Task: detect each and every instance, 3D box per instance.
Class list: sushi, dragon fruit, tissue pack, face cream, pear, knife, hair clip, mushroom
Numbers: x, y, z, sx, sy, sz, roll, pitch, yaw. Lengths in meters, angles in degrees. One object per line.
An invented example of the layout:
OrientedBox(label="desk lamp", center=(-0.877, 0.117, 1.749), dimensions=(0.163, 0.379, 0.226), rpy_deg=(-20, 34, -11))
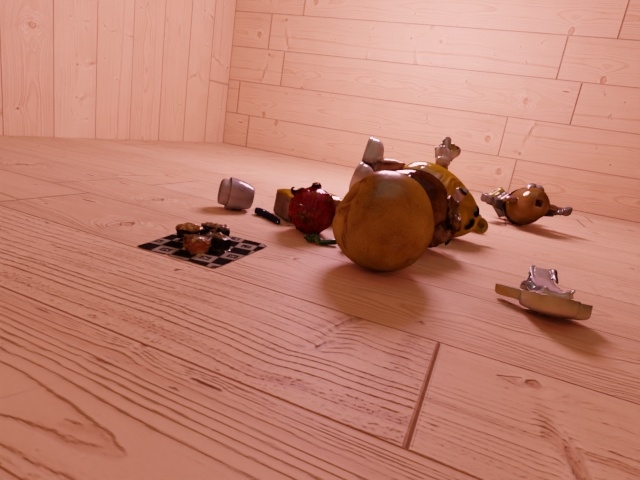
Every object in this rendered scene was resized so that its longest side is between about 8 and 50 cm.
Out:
OrientedBox(label="sushi", center=(-0.232, -0.009, 0.888), dimensions=(0.192, 0.040, 0.210), rpy_deg=(14, 16, 16))
OrientedBox(label="dragon fruit", center=(-0.018, -0.079, 1.122), dimensions=(0.133, 0.136, 0.166), rpy_deg=(-1, -4, -3))
OrientedBox(label="tissue pack", center=(-0.038, -0.103, 1.272), dimensions=(0.169, 0.082, 0.120), rpy_deg=(2, 15, -25))
OrientedBox(label="face cream", center=(-0.242, -0.132, 1.245), dimensions=(0.095, 0.091, 0.091), rpy_deg=(12, 13, -22))
OrientedBox(label="pear", center=(0.135, -0.035, 0.896), dimensions=(0.209, 0.209, 0.209), rpy_deg=(9, 15, -2))
OrientedBox(label="knife", center=(-0.146, -0.069, 1.206), dimensions=(0.031, 0.018, 0.121), rpy_deg=(6, 14, -39))
OrientedBox(label="hair clip", center=(0.420, 0.098, 0.827), dimensions=(0.159, 0.071, 0.218), rpy_deg=(10, 9, 14))
OrientedBox(label="mushroom", center=(0.229, -0.088, 1.130), dimensions=(0.283, 0.195, 0.263), rpy_deg=(15, 20, -5))

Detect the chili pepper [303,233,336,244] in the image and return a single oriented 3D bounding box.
OrientedBox(label="chili pepper", center=(0.000, 0.000, 1.038), dimensions=(0.083, 0.022, 0.027), rpy_deg=(9, 48, -3))

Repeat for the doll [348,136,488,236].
OrientedBox(label="doll", center=(0.296, -0.174, 1.351), dimensions=(0.423, 0.348, 0.161), rpy_deg=(-1, -19, -4))

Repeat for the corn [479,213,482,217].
OrientedBox(label="corn", center=(0.465, -0.096, 1.565), dimensions=(0.231, 0.080, 0.080), rpy_deg=(20, 19, 30))

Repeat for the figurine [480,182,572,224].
OrientedBox(label="figurine", center=(0.827, -0.147, 1.773), dimensions=(0.342, 0.167, 0.285), rpy_deg=(-11, 5, 7))
